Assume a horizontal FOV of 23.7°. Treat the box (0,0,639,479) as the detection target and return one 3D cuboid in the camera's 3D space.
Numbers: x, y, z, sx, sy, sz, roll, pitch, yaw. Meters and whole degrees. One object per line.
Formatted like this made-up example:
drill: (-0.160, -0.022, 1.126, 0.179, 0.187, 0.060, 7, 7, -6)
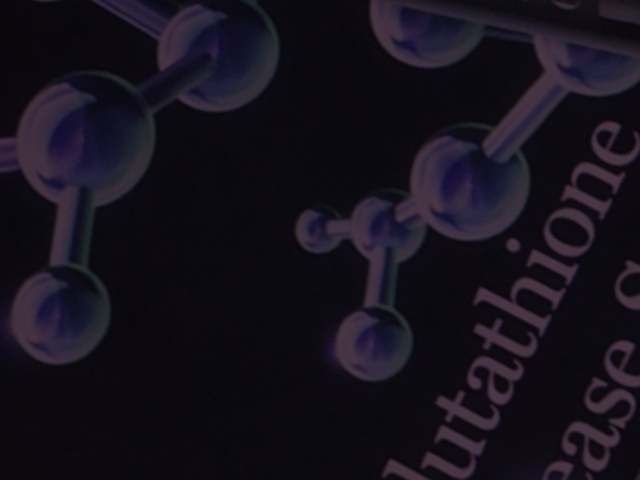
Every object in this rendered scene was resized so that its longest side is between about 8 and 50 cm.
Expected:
box: (0.000, 0.000, 0.491, 0.293, 0.395, 0.212, -62, 169, -6)
